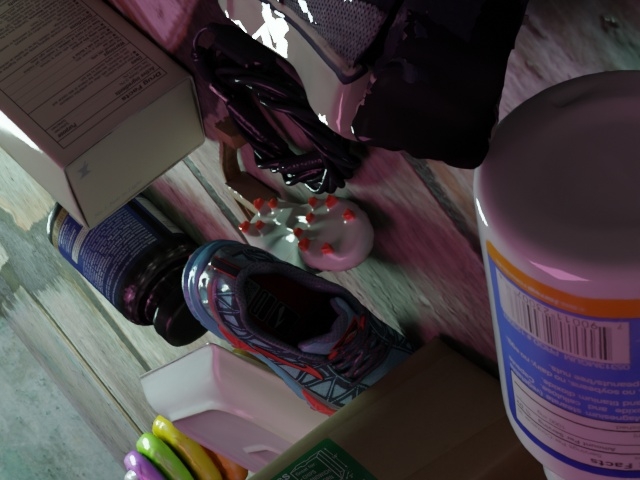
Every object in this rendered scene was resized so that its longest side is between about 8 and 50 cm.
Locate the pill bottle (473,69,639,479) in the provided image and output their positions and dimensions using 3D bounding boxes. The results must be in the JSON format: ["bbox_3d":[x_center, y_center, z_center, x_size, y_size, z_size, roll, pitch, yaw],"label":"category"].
[{"bbox_3d":[0.175,0.050,0.761,0.152,0.152,0.272,35,155,36],"label":"pill bottle"}]

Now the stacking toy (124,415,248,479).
[{"bbox_3d":[-0.196,0.299,1.747,0.175,0.302,0.166,47,159,14],"label":"stacking toy"}]

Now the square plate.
[{"bbox_3d":[-0.022,0.228,1.437,0.347,0.049,0.344,30,161,-11],"label":"square plate"}]

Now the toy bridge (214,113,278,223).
[{"bbox_3d":[-0.067,-0.046,1.287,0.063,0.026,0.188,35,155,42],"label":"toy bridge"}]

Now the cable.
[{"bbox_3d":[-0.037,-0.096,1.109,0.184,0.047,0.150,37,155,32],"label":"cable"}]

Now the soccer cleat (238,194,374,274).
[{"bbox_3d":[0.000,0.000,1.184,0.076,0.068,0.196,40,165,-27],"label":"soccer cleat"}]

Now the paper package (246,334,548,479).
[{"bbox_3d":[0.070,0.303,1.154,0.168,0.325,0.309,30,149,50],"label":"paper package"}]

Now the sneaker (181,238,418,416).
[{"bbox_3d":[0.002,0.091,1.171,0.262,0.104,0.125,29,169,-22],"label":"sneaker"}]

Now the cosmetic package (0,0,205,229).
[{"bbox_3d":[-0.277,-0.172,1.326,0.309,0.160,0.113,42,159,25],"label":"cosmetic package"}]

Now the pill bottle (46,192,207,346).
[{"bbox_3d":[-0.215,0.023,1.578,0.219,0.123,0.123,41,157,27],"label":"pill bottle"}]

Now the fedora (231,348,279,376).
[{"bbox_3d":[-0.046,0.149,1.470,0.194,0.079,0.194,26,163,9],"label":"fedora"}]

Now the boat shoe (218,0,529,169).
[{"bbox_3d":[0.037,-0.169,0.765,0.158,0.127,0.340,-69,25,18],"label":"boat shoe"}]
